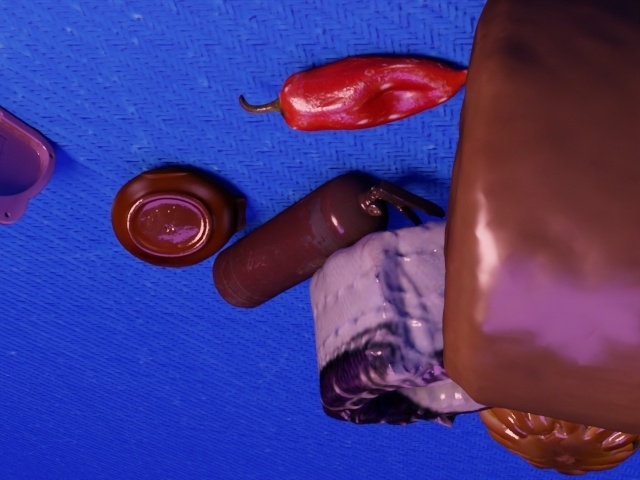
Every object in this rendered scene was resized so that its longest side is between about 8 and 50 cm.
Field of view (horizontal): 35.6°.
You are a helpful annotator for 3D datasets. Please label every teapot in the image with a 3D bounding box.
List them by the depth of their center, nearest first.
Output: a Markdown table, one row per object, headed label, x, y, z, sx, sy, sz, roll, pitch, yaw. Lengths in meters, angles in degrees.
| label | x | y | z | sx | sy | sz | roll | pitch | yaw |
| --- | --- | --- | --- | --- | --- | --- | --- | --- | --- |
| teapot | -0.137 | -0.025 | 0.970 | 0.129 | 0.078 | 0.098 | -2 | 107 | 1 |

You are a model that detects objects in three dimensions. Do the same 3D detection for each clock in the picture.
| label | x | y | z | sx | sy | sz | roll | pitch | yaw |
| --- | --- | --- | --- | --- | --- | --- | --- | --- | --- |
| clock | -0.330 | -0.078 | 0.923 | 0.153 | 0.110 | 0.050 | 36 | 139 | -29 |

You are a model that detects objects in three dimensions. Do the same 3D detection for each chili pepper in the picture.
| label | x | y | z | sx | sy | sz | roll | pitch | yaw |
| --- | --- | --- | --- | --- | --- | --- | --- | --- | --- |
| chili pepper | 0.025 | -0.112 | 0.783 | 0.191 | 0.050 | 0.059 | -6 | 127 | 17 |

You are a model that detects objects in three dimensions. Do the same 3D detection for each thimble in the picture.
| label | x | y | z | sx | sy | sz | roll | pitch | yaw |
| --- | --- | --- | --- | --- | --- | --- | --- | --- | --- |
| thimble | 0.098 | 0.078 | 0.897 | 0.237 | 0.150 | 0.237 | -9 | 158 | -4 |

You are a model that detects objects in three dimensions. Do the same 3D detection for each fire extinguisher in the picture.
| label | x | y | z | sx | sy | sz | roll | pitch | yaw |
| --- | --- | --- | --- | --- | --- | --- | --- | --- | --- |
| fire extinguisher | 0.000 | 0.000 | 0.946 | 0.089 | 0.072 | 0.268 | 38 | 142 | -18 |

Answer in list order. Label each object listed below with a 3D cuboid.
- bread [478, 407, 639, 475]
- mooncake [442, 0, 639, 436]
| label | x | y | z | sx | sy | sz | roll | pitch | yaw |
| --- | --- | --- | --- | --- | --- | --- | --- | --- | --- |
| bread | 0.273 | 0.194 | 1.115 | 0.213 | 0.104 | 0.213 | 13 | 149 | 8 |
| mooncake | 0.162 | -0.026 | 0.643 | 0.156 | 0.284 | 0.284 | 6 | 147 | 14 |
